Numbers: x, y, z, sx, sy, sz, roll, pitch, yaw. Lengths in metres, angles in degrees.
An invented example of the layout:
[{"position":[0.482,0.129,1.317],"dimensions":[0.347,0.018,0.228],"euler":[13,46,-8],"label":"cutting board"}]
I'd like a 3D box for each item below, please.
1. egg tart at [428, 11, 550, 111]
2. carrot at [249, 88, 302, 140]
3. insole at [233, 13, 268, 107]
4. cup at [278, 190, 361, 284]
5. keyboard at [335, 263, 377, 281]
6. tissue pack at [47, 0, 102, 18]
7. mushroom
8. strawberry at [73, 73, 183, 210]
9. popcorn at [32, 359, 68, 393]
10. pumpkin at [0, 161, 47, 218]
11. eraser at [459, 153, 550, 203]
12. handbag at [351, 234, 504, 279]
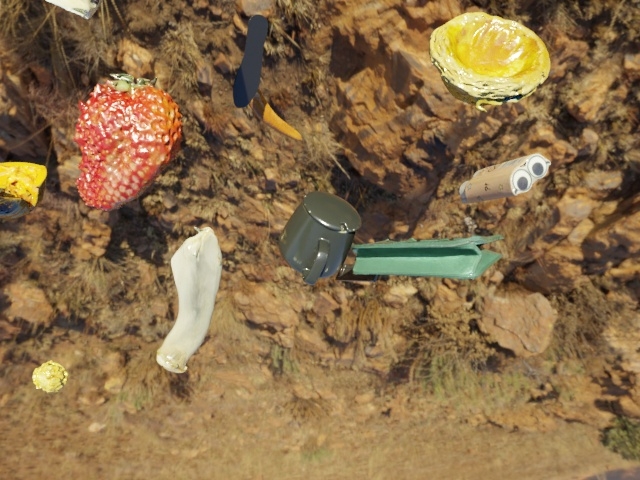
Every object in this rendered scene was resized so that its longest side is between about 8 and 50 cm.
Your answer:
[{"position":[0.524,-0.568,1.312],"dimensions":[0.387,0.388,0.169],"euler":[-5,156,-5],"label":"egg tart"},{"position":[-0.165,-0.414,1.371],"dimensions":[0.062,0.066,0.271],"euler":[2,147,45],"label":"carrot"},{"position":[-0.194,-0.492,1.133],"dimensions":[0.086,0.005,0.253],"euler":[-12,135,-43],"label":"insole"},{"position":[0.000,0.000,0.939],"dimensions":[0.169,0.223,0.177],"euler":[22,122,-14],"label":"cup"},{"position":[0.115,0.100,1.275],"dimensions":[0.013,0.061,0.204],"euler":[32,160,-25],"label":"keyboard"},{"position":[-0.375,-0.606,0.622],"dimensions":[0.205,0.332,0.405],"euler":[18,119,-34],"label":"tissue pack"},{"position":[-0.244,0.110,0.771],"dimensions":[0.096,0.278,0.099],"euler":[9,177,-14],"label":"mushroom"},{"position":[-0.316,-0.160,0.698],"dimensions":[0.175,0.106,0.236],"euler":[-11,114,-42],"label":"strawberry"},{"position":[-0.686,0.350,1.033],"dimensions":[0.082,0.057,0.084],"euler":[6,105,9],"label":"popcorn"},{"position":[-0.701,-0.104,0.908],"dimensions":[0.118,0.183,0.108],"euler":[16,113,1],"label":"pumpkin"},{"position":[0.612,-0.206,1.387],"dimensions":[0.171,0.087,0.290],"euler":[-38,-172,-10],"label":"eraser"},{"position":[0.254,0.034,0.996],"dimensions":[0.326,0.090,0.238],"euler":[-4,-177,38],"label":"handbag"}]
